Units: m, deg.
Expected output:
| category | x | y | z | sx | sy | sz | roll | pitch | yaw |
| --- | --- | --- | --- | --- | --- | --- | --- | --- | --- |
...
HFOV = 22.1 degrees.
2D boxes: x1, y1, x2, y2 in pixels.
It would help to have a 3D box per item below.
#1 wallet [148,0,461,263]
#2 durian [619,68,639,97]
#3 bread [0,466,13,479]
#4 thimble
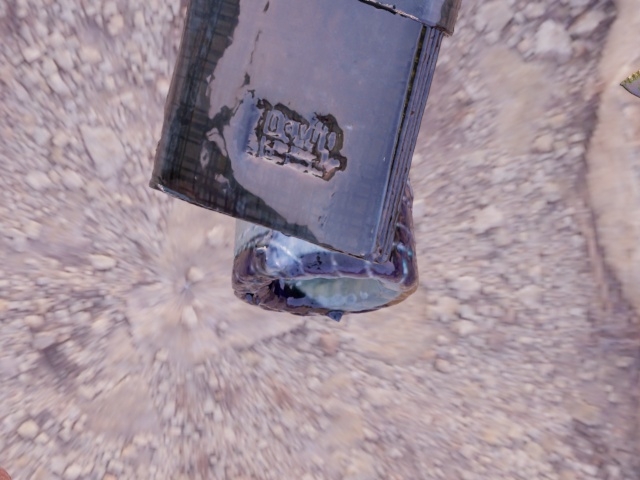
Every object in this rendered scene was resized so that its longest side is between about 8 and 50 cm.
| category | x | y | z | sx | sy | sz | roll | pitch | yaw |
| --- | --- | --- | --- | --- | --- | --- | --- | --- | --- |
| wallet | 0.003 | -0.159 | 0.853 | 0.169 | 0.044 | 0.317 | 20 | 100 | 35 |
| durian | 0.439 | -0.172 | 1.799 | 0.119 | 0.108 | 0.186 | -27 | 54 | -22 |
| bread | -0.171 | 0.210 | 0.833 | 0.067 | 0.192 | 0.119 | 5 | 118 | -28 |
| thimble | 0.000 | 0.000 | 1.936 | 0.237 | 0.237 | 0.150 | 0 | 71 | -5 |
